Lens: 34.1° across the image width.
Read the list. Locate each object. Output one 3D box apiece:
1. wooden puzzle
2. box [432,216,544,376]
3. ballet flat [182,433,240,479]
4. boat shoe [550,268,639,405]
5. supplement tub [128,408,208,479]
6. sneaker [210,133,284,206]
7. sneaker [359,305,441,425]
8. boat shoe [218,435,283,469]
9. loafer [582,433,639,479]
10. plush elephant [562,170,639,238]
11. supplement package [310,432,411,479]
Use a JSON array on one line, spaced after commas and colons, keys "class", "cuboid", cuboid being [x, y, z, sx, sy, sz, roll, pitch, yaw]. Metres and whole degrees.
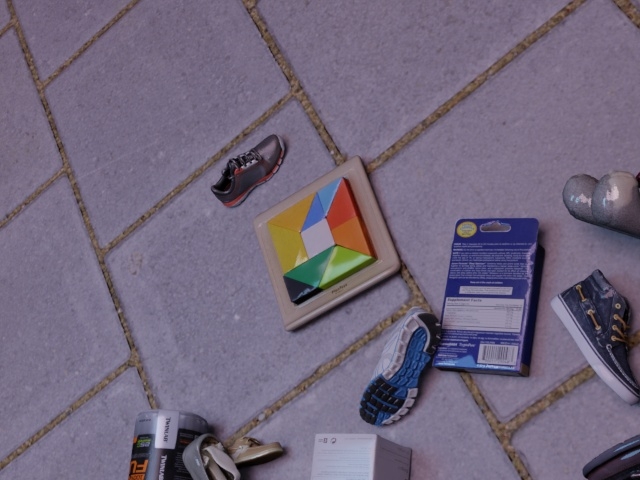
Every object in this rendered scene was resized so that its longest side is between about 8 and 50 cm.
[{"class": "wooden puzzle", "cuboid": [0.000, 0.000, 1.679, 0.221, 0.044, 0.239, -31, 55, 20]}, {"class": "box", "cuboid": [0.242, 0.077, 1.484, 0.136, 0.036, 0.225, 0, 72, 34]}, {"class": "ballet flat", "cuboid": [-0.132, 0.382, 1.548, 0.068, 0.072, 0.213, -47, 68, 31]}, {"class": "boat shoe", "cuboid": [0.377, 0.121, 1.355, 0.083, 0.065, 0.183, -40, 52, 15]}, {"class": "supplement tub", "cuboid": [-0.242, 0.367, 1.632, 0.117, 0.117, 0.191, -10, 64, 31]}, {"class": "sneaker", "cuboid": [-0.128, -0.126, 1.808, 0.158, 0.065, 0.061, -49, 51, 7]}, {"class": "sneaker", "cuboid": [0.114, 0.180, 1.518, 0.191, 0.071, 0.083, -61, 11, 10]}, {"class": "boat shoe", "cuboid": [-0.118, 0.325, 1.610, 0.135, 0.050, 0.045, -19, 65, 26]}, {"class": "loafer", "cuboid": [0.459, 0.251, 1.221, 0.302, 0.109, 0.095, -27, 61, 18]}, {"class": "plush elephant", "cuboid": [0.489, -0.104, 1.262, 0.329, 0.272, 0.256, 19, 95, 10]}, {"class": "supplement package", "cuboid": [0.051, 0.365, 1.442, 0.105, 0.105, 0.179, -6, 67, 32]}]
